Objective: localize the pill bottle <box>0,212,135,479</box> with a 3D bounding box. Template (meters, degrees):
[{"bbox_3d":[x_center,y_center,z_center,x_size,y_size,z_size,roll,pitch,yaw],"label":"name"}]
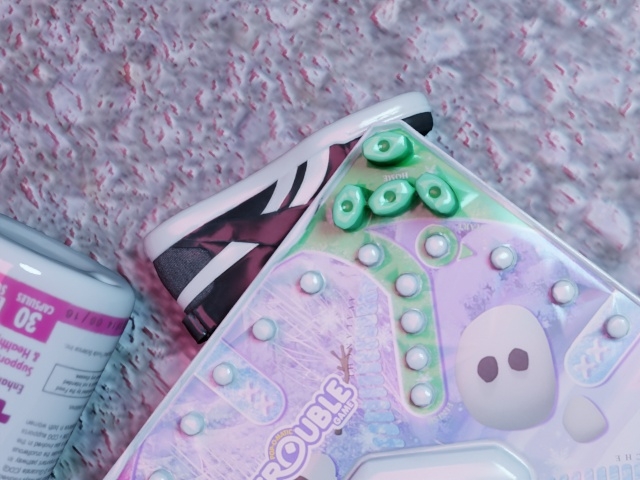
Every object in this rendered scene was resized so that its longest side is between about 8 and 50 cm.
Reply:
[{"bbox_3d":[-0.255,0.126,0.837,0.160,0.160,0.283,27,91,18],"label":"pill bottle"}]

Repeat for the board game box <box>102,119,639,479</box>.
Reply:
[{"bbox_3d":[0.073,0.189,0.749,0.390,0.050,0.390,38,95,7],"label":"board game box"}]

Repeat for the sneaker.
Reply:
[{"bbox_3d":[0.000,0.000,0.832,0.217,0.079,0.121,-30,86,11],"label":"sneaker"}]
